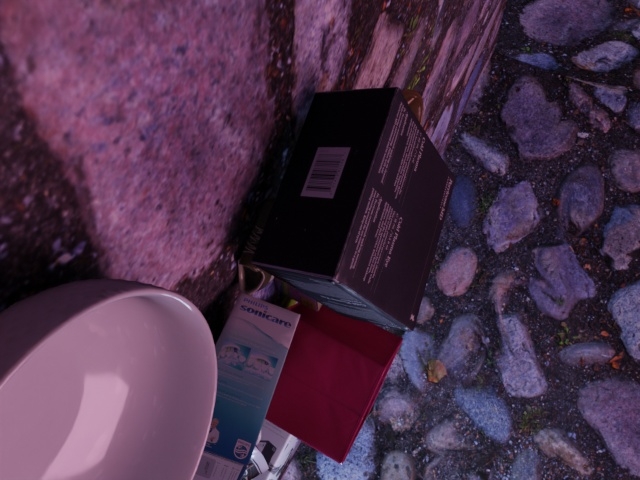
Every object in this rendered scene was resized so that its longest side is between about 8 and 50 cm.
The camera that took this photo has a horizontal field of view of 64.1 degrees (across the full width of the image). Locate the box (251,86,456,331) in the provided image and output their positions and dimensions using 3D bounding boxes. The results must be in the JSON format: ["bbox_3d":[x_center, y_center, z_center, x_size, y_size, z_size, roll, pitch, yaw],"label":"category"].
[{"bbox_3d":[0.083,-0.045,0.949,0.312,0.178,0.343,38,67,-49],"label":"box"}]

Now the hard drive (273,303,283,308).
[{"bbox_3d":[-0.184,0.340,1.207,0.339,0.064,0.237,-48,158,-45],"label":"hard drive"}]

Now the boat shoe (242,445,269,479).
[{"bbox_3d":[-0.224,0.572,1.368,0.105,0.113,0.306,-36,148,-21],"label":"boat shoe"}]

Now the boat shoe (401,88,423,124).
[{"bbox_3d":[0.167,-0.249,1.384,0.110,0.121,0.341,-114,-138,-58],"label":"boat shoe"}]

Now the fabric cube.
[{"bbox_3d":[0.015,0.313,1.220,0.259,0.258,0.254,-68,166,10],"label":"fabric cube"}]

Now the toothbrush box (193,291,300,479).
[{"bbox_3d":[-0.154,0.277,0.903,0.296,0.126,0.216,-72,-177,-47],"label":"toothbrush box"}]

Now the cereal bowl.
[{"bbox_3d":[-0.253,0.193,0.501,0.339,0.141,0.339,13,90,-69],"label":"cereal bowl"}]

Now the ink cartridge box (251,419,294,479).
[{"bbox_3d":[-0.179,0.703,1.689,0.307,0.129,0.223,-59,165,-18],"label":"ink cartridge box"}]

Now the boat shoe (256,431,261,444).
[{"bbox_3d":[-0.204,0.536,1.470,0.063,0.066,0.184,-20,138,-50],"label":"boat shoe"}]

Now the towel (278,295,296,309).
[{"bbox_3d":[-0.044,0.116,1.397,0.237,0.021,0.102,-54,162,-33],"label":"towel"}]

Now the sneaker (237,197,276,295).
[{"bbox_3d":[-0.108,0.021,0.930,0.086,0.064,0.192,-44,156,-53],"label":"sneaker"}]

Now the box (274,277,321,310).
[{"bbox_3d":[0.000,0.000,1.169,0.243,0.117,0.214,-58,164,-26],"label":"box"}]
